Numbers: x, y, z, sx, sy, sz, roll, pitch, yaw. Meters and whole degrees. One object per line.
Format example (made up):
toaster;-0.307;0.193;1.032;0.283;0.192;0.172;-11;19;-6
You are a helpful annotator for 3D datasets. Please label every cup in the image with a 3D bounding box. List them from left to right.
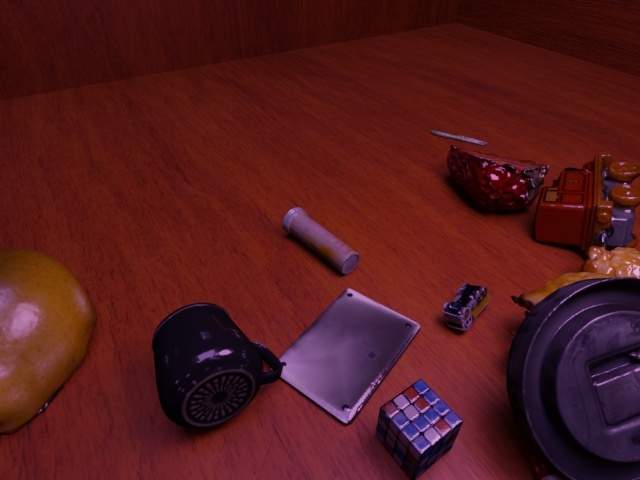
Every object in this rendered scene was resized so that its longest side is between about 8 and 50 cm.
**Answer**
cup;-0.178;0.211;0.749;0.223;0.169;0.176;9;21;-39

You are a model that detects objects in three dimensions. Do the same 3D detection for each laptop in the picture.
laptop;0.055;0.209;0.846;0.187;0.015;0.269;25;46;29

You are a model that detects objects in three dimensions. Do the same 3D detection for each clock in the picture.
clock;0.443;0.213;0.647;0.318;0.319;0.066;-3;-2;-4

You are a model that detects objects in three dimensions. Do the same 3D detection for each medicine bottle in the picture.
medicine bottle;0.000;0.000;1.056;0.073;0.074;0.218;-30;50;-31

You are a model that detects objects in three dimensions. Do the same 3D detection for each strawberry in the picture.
strawberry;0.479;-0.168;1.210;0.280;0.150;0.253;17;22;22

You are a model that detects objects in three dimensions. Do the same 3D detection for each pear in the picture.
pear;-0.617;0.145;0.779;0.340;0.192;0.386;-14;41;-16

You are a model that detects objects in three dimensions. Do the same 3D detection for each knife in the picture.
knife;0.500;-0.373;1.553;0.207;0.014;0.030;20;44;19

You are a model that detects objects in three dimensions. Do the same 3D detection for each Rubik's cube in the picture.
Rubik's cube;0.153;0.298;0.679;0.092;0.092;0.092;-23;45;-26

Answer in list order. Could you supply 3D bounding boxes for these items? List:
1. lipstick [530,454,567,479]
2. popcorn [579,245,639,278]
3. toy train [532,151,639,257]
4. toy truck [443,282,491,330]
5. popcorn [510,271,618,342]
lipstick;0.355;0.389;0.603;0.063;0.057;0.186;-8;38;-9
popcorn;0.639;0.080;0.907;0.179;0.170;0.180;17;58;-29
toy train;0.686;-0.090;1.103;0.231;0.163;0.369;9;37;28
toy truck;0.309;0.139;0.898;0.123;0.063;0.052;-34;29;-34
popcorn;0.475;0.167;0.785;0.253;0.190;0.191;-17;10;-2
